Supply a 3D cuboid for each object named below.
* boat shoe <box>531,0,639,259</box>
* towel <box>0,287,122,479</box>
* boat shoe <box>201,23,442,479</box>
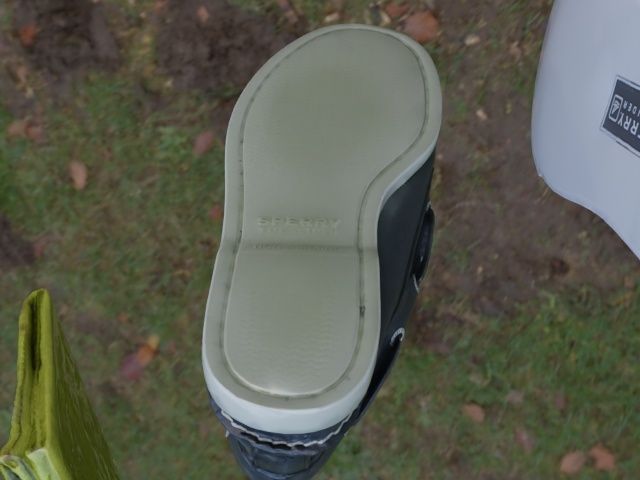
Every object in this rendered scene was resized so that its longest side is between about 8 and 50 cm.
[{"bbox_3d":[0.154,-0.048,0.459,0.102,0.301,0.108,12,107,-8],"label":"boat shoe"},{"bbox_3d":[-0.066,0.140,0.447,0.021,0.102,0.237,-18,117,-5],"label":"towel"},{"bbox_3d":[0.004,0.001,0.751,0.127,0.340,0.113,4,134,2],"label":"boat shoe"}]
